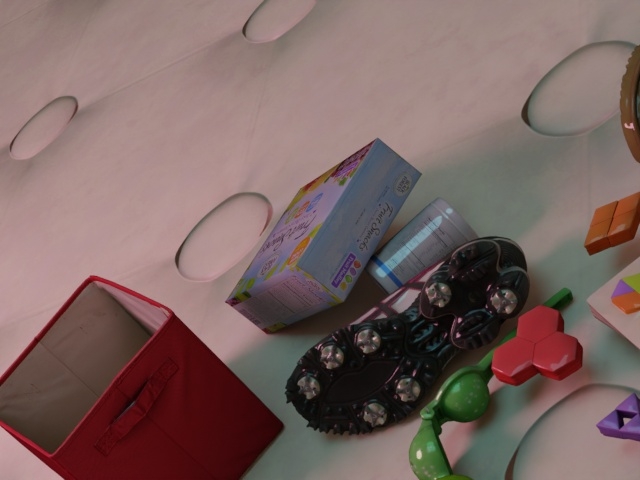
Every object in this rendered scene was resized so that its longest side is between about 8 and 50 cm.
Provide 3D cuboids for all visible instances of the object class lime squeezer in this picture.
[{"bbox_3d":[0.138,0.158,1.210,0.110,0.059,0.310,-13,41,37],"label":"lime squeezer"}]

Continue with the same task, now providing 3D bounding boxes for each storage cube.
[{"bbox_3d":[-0.193,0.177,1.403,0.183,0.193,0.215,-51,32,-16],"label":"storage cube"}]

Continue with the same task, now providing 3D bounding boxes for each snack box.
[{"bbox_3d":[0.000,0.000,1.470,0.174,0.070,0.207,-57,12,-24],"label":"snack box"}]

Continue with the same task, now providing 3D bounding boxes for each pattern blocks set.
[{"bbox_3d":[0.324,0.034,1.161,0.325,0.026,0.285,-48,40,-15],"label":"pattern blocks set"}]

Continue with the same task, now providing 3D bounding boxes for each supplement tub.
[{"bbox_3d":[0.104,0.016,1.404,0.107,0.071,0.071,-42,32,-4],"label":"supplement tub"}]

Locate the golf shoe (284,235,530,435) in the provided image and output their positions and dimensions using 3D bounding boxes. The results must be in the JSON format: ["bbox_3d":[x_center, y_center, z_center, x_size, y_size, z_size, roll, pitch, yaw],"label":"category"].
[{"bbox_3d":[0.090,0.093,1.325,0.273,0.105,0.120,-35,3,19],"label":"golf shoe"}]

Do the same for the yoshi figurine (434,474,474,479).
[{"bbox_3d":[0.015,0.321,1.012,0.362,0.203,0.203,-48,37,-11],"label":"yoshi figurine"}]

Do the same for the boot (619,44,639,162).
[{"bbox_3d":[0.433,-0.182,1.286,0.269,0.089,0.236,-5,47,42],"label":"boot"}]
